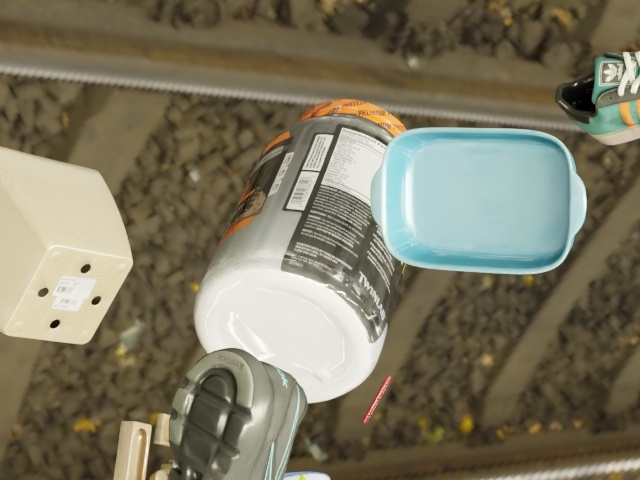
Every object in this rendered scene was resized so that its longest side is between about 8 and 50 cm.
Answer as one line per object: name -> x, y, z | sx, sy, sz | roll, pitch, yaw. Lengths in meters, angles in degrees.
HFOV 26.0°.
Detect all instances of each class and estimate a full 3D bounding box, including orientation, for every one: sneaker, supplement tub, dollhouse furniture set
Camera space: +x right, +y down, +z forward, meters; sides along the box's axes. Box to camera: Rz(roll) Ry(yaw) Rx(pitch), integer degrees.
sneaker -> -0.081, 0.216, 1.051 | 0.106, 0.101, 0.267 | 21, 93, -56
sneaker -> 0.457, -0.219, 1.972 | 0.121, 0.108, 0.302 | 25, 155, -25
supplement tub -> 0.000, 0.000, 1.560 | 0.207, 0.338, 0.207 | 9, 131, 11
dollhouse furniture set -> -0.228, 0.341, 2.199 | 0.123, 0.144, 0.151 | -2, 165, 29

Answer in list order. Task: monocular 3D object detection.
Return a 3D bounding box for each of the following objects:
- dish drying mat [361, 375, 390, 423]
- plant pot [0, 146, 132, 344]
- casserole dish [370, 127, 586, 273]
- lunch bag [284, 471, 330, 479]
dish drying mat -> 0.088, 0.252, 2.190 | 0.083, 0.008, 0.032 | -60, 180, -8
plant pot -> -0.194, 0.013, 0.953 | 0.109, 0.096, 0.109 | 13, 114, -48
casserole dish -> 0.129, -0.033, 1.108 | 0.037, 0.188, 0.114 | -8, 100, -58
lunch bag -> -0.066, 0.347, 1.608 | 0.176, 0.090, 0.219 | -7, 150, -4
